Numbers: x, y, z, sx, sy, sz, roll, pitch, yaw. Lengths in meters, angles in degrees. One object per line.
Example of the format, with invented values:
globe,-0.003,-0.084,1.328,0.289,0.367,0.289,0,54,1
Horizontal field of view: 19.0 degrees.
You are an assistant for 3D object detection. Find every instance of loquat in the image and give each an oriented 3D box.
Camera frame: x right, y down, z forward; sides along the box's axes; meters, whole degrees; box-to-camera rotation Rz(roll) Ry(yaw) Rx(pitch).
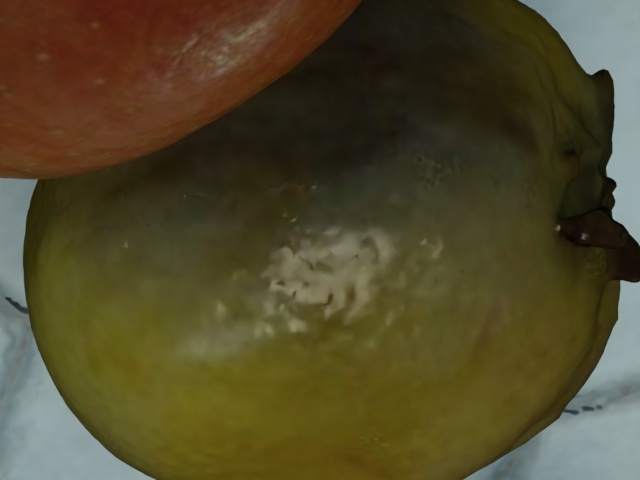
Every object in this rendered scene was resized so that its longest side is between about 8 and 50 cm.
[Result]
loquat,0.000,0.000,0.728,0.238,0.193,0.238,0,135,0

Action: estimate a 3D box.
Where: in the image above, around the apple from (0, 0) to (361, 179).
apple,-0.075,-0.145,0.573,0.272,0.251,0.206,-56,138,-3
